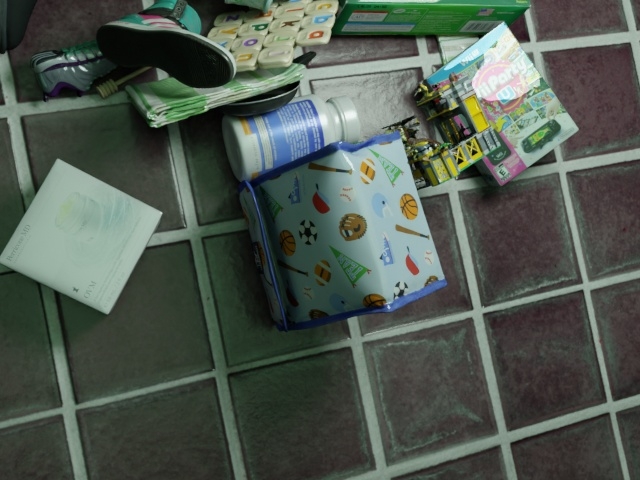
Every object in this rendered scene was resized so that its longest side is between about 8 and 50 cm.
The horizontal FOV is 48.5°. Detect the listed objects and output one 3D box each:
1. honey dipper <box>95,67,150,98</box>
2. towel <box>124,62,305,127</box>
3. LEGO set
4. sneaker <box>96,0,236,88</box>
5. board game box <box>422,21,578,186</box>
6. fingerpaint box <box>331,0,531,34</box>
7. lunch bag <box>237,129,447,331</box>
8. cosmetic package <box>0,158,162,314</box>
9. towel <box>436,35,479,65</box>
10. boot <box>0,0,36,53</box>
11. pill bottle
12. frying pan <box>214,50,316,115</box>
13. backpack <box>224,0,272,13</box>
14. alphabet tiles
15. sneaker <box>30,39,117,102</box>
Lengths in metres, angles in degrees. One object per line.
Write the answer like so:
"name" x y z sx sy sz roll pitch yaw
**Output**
"honey dipper" -0.397 -0.349 1.497 0.161 0.030 0.030 -37 95 -19
"towel" -0.219 -0.321 1.441 0.325 0.248 0.038 -22 121 -16
"LEGO set" 0.193 -0.216 1.484 0.255 0.331 0.192 -30 97 -24
"sneaker" -0.268 -0.392 1.403 0.296 0.123 0.178 18 42 16
"board game box" 0.411 -0.310 1.653 0.224 0.097 0.303 -37 94 2
"fingerpaint box" 0.222 -0.671 1.616 0.445 0.163 0.370 -4 81 -16
"lunch bag" 0.000 0.000 1.401 0.239 0.386 0.327 -15 90 -45
"cosmetic package" -0.463 -0.002 1.389 0.225 0.138 0.224 28 78 -10
"towel" 0.334 -0.491 1.717 0.113 0.023 0.151 -13 89 -16
"boot" -0.445 -0.552 1.442 0.445 0.146 0.366 -6 119 -33
"pill bottle" -0.060 -0.226 1.515 0.272 0.152 0.152 -16 89 -16
"frying pan" -0.126 -0.330 1.508 0.197 0.326 0.053 -2 118 11
"backpack" -0.117 -0.603 1.472 0.191 0.225 0.253 16 55 -11
"alphabet tiles" -0.105 -0.440 1.484 0.278 0.021 0.284 -3 45 15
"sneaker" -0.475 -0.354 1.465 0.224 0.083 0.098 -20 124 -24
